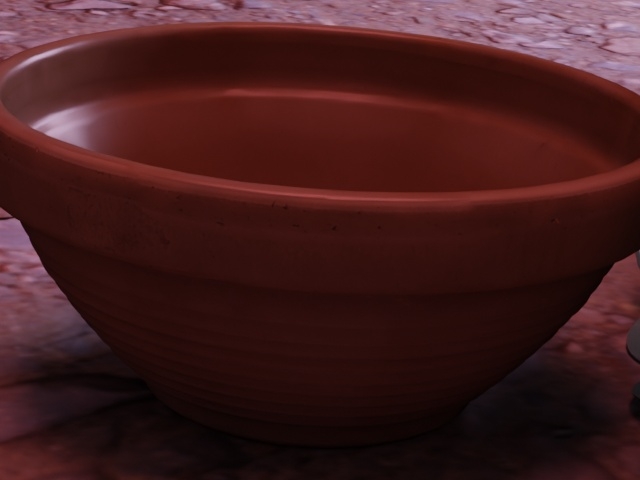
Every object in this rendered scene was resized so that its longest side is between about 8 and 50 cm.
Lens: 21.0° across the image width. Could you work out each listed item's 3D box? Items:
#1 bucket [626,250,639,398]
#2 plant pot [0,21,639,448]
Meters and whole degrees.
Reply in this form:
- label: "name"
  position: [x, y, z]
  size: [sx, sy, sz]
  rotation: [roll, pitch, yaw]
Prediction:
- label: "bucket"
  position: [0.221, -0.057, 0.596]
  size: [0.183, 0.281, 0.281]
  rotation: [10, 19, 4]
- label: "plant pot"
  position: [0.000, 0.000, 0.603]
  size: [0.237, 0.109, 0.237]
  rotation: [3, 18, -1]
